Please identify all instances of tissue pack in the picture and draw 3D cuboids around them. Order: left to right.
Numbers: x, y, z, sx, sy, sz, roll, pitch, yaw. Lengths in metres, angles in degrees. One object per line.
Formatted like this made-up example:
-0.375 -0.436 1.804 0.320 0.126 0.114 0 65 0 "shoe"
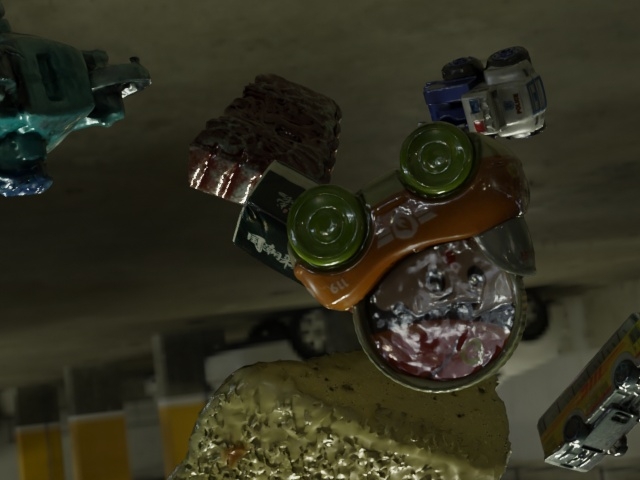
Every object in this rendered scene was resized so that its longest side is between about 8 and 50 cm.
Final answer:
-0.001 0.000 1.323 0.170 0.090 0.103 31 148 5 "tissue pack"

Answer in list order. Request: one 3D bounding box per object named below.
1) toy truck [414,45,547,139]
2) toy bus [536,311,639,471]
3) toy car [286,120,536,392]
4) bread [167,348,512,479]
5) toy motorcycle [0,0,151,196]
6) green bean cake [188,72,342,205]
0.277 -0.234 2.160 0.213 0.161 0.177 -6 -163 35 "toy truck"
0.406 0.213 1.721 0.092 0.106 0.268 17 127 -21 "toy bus"
0.102 0.025 1.109 0.235 0.235 0.145 -9 176 16 "toy car"
0.017 0.201 1.335 0.315 0.248 0.279 27 -150 -8 "bread"
-0.266 -0.098 0.944 0.206 0.154 0.260 -20 177 25 "toy motorcycle"
-0.072 -0.143 1.762 0.199 0.232 0.097 21 132 -5 "green bean cake"
